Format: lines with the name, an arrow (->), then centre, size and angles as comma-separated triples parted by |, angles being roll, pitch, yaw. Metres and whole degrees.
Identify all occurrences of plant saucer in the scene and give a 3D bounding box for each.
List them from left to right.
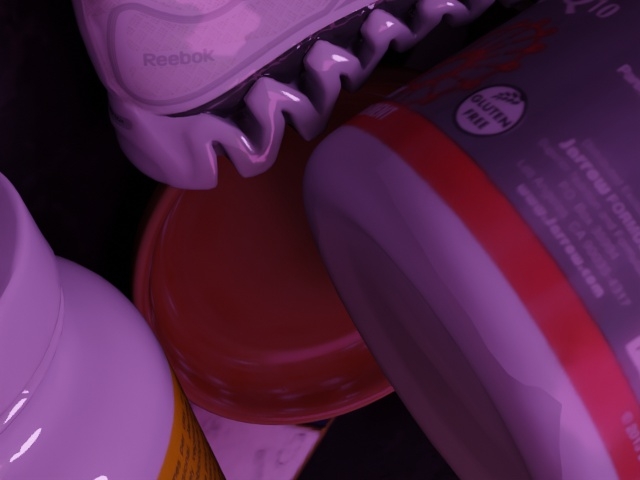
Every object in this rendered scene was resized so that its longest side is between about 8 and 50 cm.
plant saucer -> 0.000, 0.000, 0.818 | 0.200, 0.037, 0.200 | -13, 126, -19

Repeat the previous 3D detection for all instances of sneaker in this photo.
sneaker -> 0.024, -0.144, 0.712 | 0.292, 0.110, 0.118 | -37, 128, -14

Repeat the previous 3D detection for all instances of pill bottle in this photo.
pill bottle -> -0.130, 0.125, 0.708 | 0.188, 0.188, 0.334 | -35, 137, -16
pill bottle -> 0.192, -0.041, 0.718 | 0.363, 0.210, 0.210 | -33, 136, -10

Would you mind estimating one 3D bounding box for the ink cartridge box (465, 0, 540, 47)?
ink cartridge box -> 0.162, -0.030, 0.919 | 0.193, 0.088, 0.234 | -14, 127, -31
